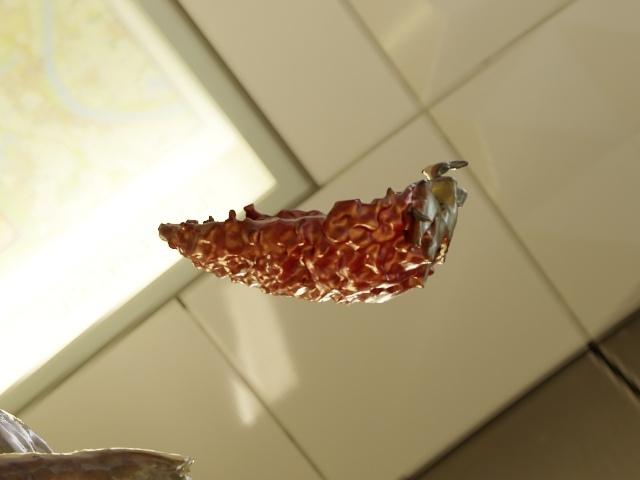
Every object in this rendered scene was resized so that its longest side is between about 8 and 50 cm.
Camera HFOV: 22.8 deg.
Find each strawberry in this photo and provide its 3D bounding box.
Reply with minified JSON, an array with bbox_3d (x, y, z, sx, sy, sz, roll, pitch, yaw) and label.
[{"bbox_3d":[0.003,0.005,1.127,0.208,0.087,0.167,-9,-175,23],"label":"strawberry"}]

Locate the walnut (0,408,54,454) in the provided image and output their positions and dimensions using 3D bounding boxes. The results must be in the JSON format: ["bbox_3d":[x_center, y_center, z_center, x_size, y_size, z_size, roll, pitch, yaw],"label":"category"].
[{"bbox_3d":[-0.317,0.253,1.385,0.225,0.261,0.225,-37,174,-5],"label":"walnut"}]

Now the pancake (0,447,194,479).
[{"bbox_3d":[-0.155,0.211,0.893,0.244,0.266,0.057,60,-38,44],"label":"pancake"}]
